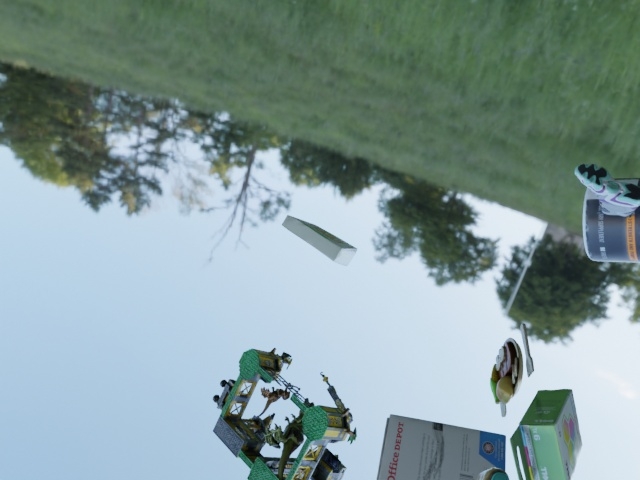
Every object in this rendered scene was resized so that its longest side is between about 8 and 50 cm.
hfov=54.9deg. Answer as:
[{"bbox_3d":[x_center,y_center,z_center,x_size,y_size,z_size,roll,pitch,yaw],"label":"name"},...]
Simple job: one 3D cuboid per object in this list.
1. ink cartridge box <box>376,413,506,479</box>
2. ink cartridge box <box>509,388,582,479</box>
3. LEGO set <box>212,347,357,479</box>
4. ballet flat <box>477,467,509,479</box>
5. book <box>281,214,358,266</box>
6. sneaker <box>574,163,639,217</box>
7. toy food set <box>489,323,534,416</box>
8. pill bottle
[{"bbox_3d":[0.390,0.759,2.007,0.394,0.166,0.286,8,-138,11],"label":"ink cartridge box"},{"bbox_3d":[0.378,0.334,1.018,0.062,0.109,0.209,-11,-177,32],"label":"ink cartridge box"},{"bbox_3d":[-0.046,0.373,1.222,0.331,0.255,0.192,18,177,45],"label":"LEGO set"},{"bbox_3d":[0.328,0.568,1.210,0.080,0.073,0.232,24,-116,-12],"label":"ballet flat"},{"bbox_3d":[0.000,0.000,0.960,0.096,0.035,0.144,34,-176,11],"label":"book"},{"bbox_3d":[0.398,-0.063,0.870,0.098,0.069,0.038,38,-112,25],"label":"sneaker"},{"bbox_3d":[0.373,0.260,1.241,0.038,0.192,0.133,6,-133,-1],"label":"toy food set"},{"bbox_3d":[0.527,-0.031,0.905,0.245,0.131,0.130,0,-168,34],"label":"pill bottle"}]
